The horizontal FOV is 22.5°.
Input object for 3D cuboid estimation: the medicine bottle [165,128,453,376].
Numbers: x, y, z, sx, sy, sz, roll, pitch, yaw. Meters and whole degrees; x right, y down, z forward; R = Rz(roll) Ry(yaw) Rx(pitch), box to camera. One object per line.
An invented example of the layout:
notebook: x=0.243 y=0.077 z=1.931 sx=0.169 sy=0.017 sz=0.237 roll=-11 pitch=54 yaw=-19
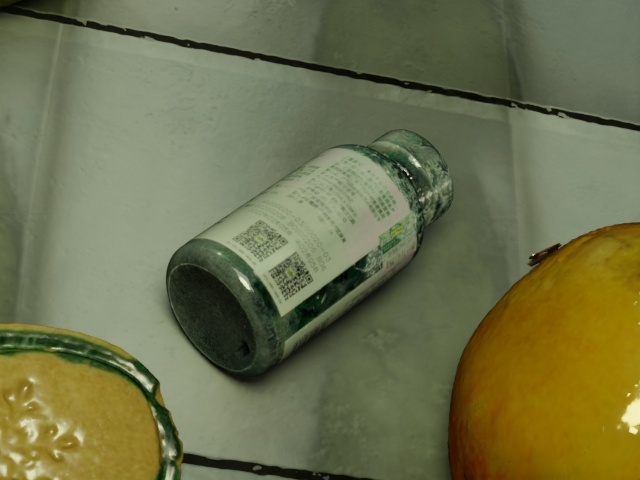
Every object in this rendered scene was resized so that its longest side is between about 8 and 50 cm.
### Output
medicine bottle: x=0.000 y=0.000 z=1.541 sx=0.141 sy=0.141 sz=0.293 roll=44 pitch=55 yaw=15

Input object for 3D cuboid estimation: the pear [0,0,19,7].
pear: x=-0.356 y=-0.364 z=1.616 sx=0.287 sy=0.287 sz=0.375 roll=36 pitch=65 yaw=9

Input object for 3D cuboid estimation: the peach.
peach: x=0.279 y=0.161 z=1.423 sx=0.373 sy=0.290 sz=0.372 roll=6 pitch=57 yaw=-10

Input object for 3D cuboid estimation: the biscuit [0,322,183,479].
biscuit: x=-0.270 y=0.204 z=1.331 sx=0.344 sy=0.057 sz=0.287 roll=-1 pitch=64 yaw=-28
